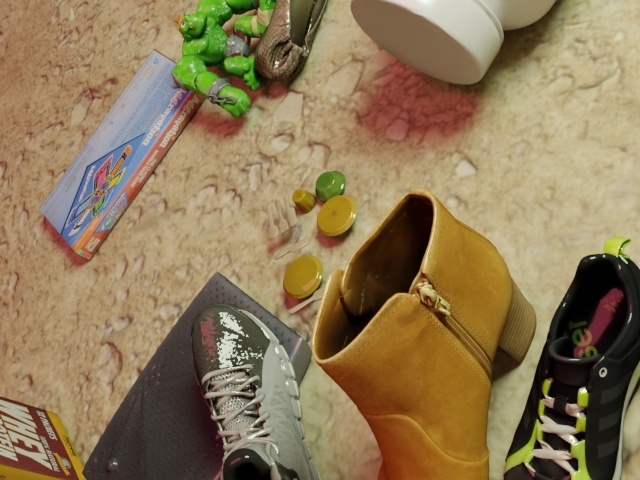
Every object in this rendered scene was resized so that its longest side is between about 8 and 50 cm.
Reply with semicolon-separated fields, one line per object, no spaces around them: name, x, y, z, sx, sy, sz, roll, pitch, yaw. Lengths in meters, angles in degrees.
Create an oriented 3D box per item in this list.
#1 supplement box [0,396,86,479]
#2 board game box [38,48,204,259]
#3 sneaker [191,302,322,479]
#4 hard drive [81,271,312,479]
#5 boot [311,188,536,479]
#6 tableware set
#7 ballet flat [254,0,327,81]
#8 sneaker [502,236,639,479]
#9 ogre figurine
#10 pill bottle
supplement box;-0.394;0.276;0.890;0.194;0.191;0.129;-51;46;3
board game box;-0.269;-0.122;1.123;0.281;0.027;0.145;-54;45;1
sneaker;-0.058;0.151;0.685;0.086;0.132;0.228;-26;77;4
hard drive;-0.122;0.174;0.824;0.172;0.054;0.254;32;87;44
boot;0.055;0.126;0.602;0.104;0.211;0.295;13;76;43
tableware set;0.000;0.000;0.848;0.104;0.024;0.154;-30;50;18
ballet flat;-0.016;-0.307;0.982;0.058;0.084;0.249;3;73;56
sneaker;0.176;0.108;0.594;0.084;0.097;0.234;11;74;42
ogre figurine;-0.118;-0.244;1.031;0.118;0.097;0.196;6;85;21
pill bottle;0.171;-0.324;0.773;0.188;0.188;0.333;28;85;44
